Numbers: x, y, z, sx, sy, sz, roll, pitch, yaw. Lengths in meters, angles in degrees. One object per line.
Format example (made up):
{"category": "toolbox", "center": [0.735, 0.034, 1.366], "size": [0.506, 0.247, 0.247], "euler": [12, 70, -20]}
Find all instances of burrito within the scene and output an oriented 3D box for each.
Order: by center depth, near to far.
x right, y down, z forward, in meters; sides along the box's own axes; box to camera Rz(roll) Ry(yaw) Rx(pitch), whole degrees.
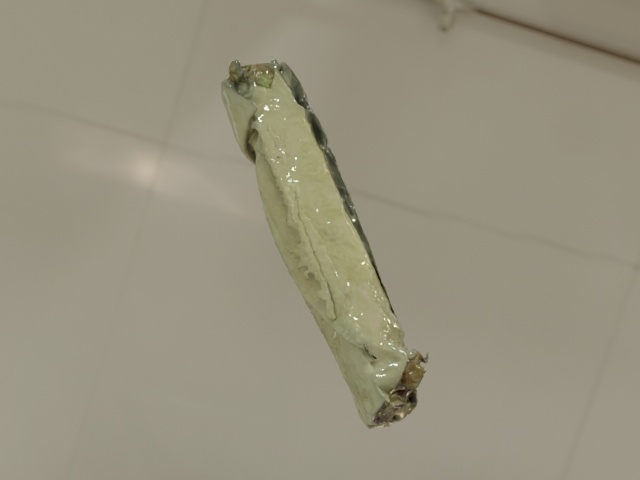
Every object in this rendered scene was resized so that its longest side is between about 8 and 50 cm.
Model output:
{"category": "burrito", "center": [0.000, 0.000, 0.839], "size": [0.045, 0.186, 0.041], "euler": [-17, -9, -31]}
